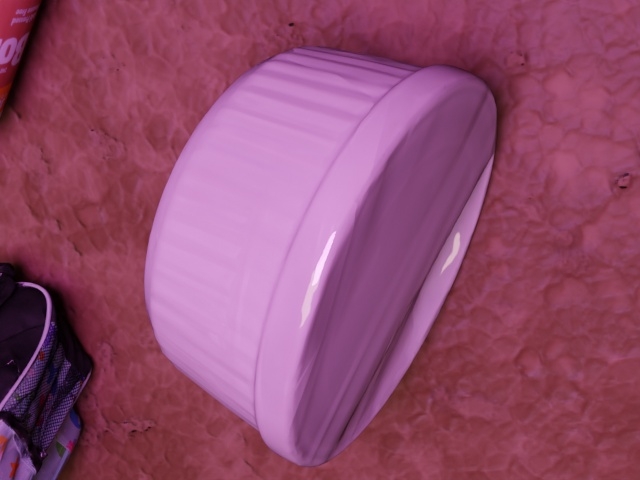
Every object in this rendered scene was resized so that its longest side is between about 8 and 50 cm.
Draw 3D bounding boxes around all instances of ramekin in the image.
[{"bbox_3d":[0.000,0.000,0.679,0.127,0.273,0.272,25,116,21],"label":"ramekin"}]

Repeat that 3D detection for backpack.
[{"bbox_3d":[-0.328,0.165,0.847,0.225,0.253,0.191,2,130,16],"label":"backpack"}]

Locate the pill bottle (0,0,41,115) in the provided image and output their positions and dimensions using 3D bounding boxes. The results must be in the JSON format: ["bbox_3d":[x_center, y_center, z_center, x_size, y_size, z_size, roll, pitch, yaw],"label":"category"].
[{"bbox_3d":[-0.286,-0.153,0.786,0.121,0.121,0.216,31,116,5],"label":"pill bottle"}]
